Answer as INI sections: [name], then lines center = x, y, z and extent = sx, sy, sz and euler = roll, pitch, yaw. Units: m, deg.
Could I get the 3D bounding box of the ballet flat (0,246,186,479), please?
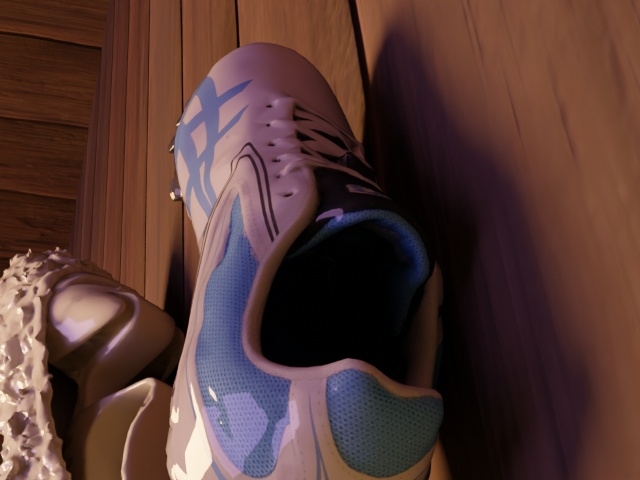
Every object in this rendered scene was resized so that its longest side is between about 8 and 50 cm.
[ballet flat]
center = -0.138, 0.120, 0.863
extent = 0.409, 0.147, 0.147
euler = -106, 26, -51

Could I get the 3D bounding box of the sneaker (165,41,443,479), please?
[sneaker]
center = 0.000, 0.000, 0.411
extent = 0.086, 0.085, 0.237
euler = -45, 28, 26
